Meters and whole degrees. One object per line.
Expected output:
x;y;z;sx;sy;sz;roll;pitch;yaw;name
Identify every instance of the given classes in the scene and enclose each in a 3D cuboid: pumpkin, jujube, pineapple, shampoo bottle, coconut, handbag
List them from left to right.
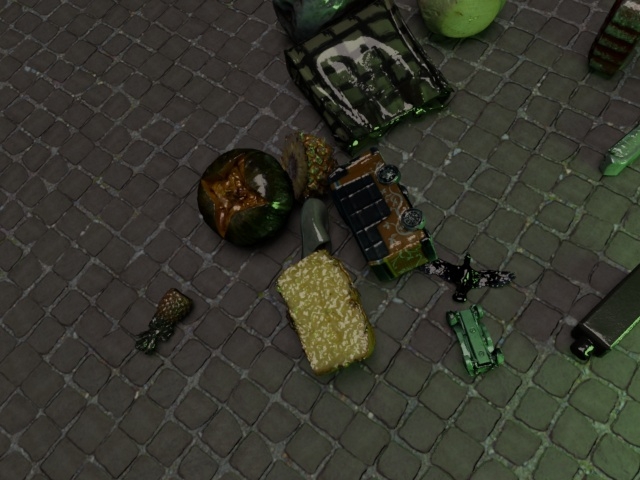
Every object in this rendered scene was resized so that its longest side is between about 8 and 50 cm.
-0.363;0.187;1.301;0.074;0.074;0.159;32;82;20;pineapple
-0.173;-0.103;1.347;0.238;0.159;0.237;-2;84;20;pumpkin
-0.009;-0.179;1.378;0.137;0.161;0.175;-6;90;-27;pineapple
0.026;-0.683;1.537;0.308;0.246;0.215;-35;76;-11;jujube
0.118;-0.422;1.465;0.325;0.162;0.326;-30;73;-2;handbag
0.364;-0.687;1.503;0.238;0.237;0.265;-11;63;3;coconut
0.611;0.151;1.172;0.246;0.080;0.079;-40;65;-11;shampoo bottle

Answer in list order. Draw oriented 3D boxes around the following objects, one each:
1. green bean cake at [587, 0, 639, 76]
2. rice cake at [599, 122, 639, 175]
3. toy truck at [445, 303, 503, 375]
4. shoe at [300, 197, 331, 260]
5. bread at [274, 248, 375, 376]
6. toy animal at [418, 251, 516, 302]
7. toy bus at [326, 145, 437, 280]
0.749;-0.535;1.382;0.097;0.232;0.198;33;78;16;green bean cake
0.792;-0.269;1.345;0.336;0.066;0.063;-37;67;-8;rice cake
0.322;0.211;1.197;0.080;0.078;0.154;-14;48;1;toy truck
0.000;0.000;1.298;0.078;0.079;0.195;2;86;49;shoe
0.023;0.161;1.219;0.160;0.147;0.260;-31;65;3;bread
0.320;0.079;1.265;0.220;0.062;0.107;8;49;12;toy animal
0.136;-0.061;1.292;0.167;0.138;0.275;-27;63;8;toy bus
